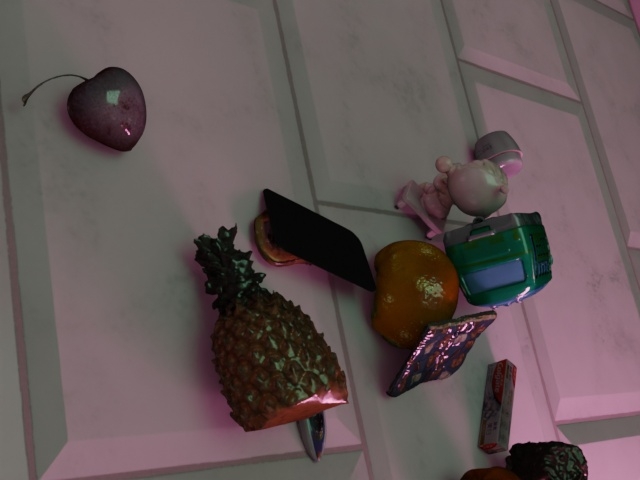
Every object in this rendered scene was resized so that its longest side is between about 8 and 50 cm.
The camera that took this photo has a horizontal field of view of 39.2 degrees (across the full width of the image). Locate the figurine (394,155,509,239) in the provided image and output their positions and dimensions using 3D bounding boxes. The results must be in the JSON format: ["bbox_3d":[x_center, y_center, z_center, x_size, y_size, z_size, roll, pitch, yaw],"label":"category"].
[{"bbox_3d":[0.308,-0.108,1.993,0.144,0.256,0.182,-38,100,-46],"label":"figurine"}]

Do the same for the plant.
[{"bbox_3d":[0.461,0.494,1.888,0.131,0.203,0.142,16,66,-23],"label":"plant"}]

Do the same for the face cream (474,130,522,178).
[{"bbox_3d":[0.456,-0.216,2.306,0.117,0.117,0.104,7,58,-44],"label":"face cream"}]

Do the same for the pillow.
[{"bbox_3d":[0.245,0.225,1.818,0.255,0.189,0.034,-7,44,-50],"label":"pillow"}]

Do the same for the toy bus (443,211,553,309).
[{"bbox_3d":[0.412,0.041,2.010,0.343,0.183,0.199,-5,78,-67],"label":"toy bus"}]

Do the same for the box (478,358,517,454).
[{"bbox_3d":[0.392,0.365,1.984,0.039,0.055,0.218,40,47,-26],"label":"box"}]

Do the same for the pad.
[{"bbox_3d":[0.000,0.000,1.763,0.267,0.004,0.181,26,32,-34],"label":"pad"}]

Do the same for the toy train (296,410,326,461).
[{"bbox_3d":[-0.022,0.269,1.615,0.055,0.048,0.252,0,70,-43],"label":"toy train"}]

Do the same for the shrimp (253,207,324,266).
[{"bbox_3d":[-0.064,-0.006,1.732,0.178,0.034,0.124,-5,66,-44],"label":"shrimp"}]

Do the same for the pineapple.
[{"bbox_3d":[-0.104,0.140,1.499,0.202,0.202,0.362,-7,68,-47],"label":"pineapple"}]

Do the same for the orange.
[{"bbox_3d":[0.195,0.098,1.843,0.179,0.158,0.237,25,53,-15],"label":"orange"}]

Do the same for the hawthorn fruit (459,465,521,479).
[{"bbox_3d":[0.335,0.538,1.749,0.189,0.189,0.189,23,55,-36],"label":"hawthorn fruit"}]

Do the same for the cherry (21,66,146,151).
[{"bbox_3d":[-0.368,-0.202,1.475,0.188,0.115,0.148,-47,144,-40],"label":"cherry"}]
